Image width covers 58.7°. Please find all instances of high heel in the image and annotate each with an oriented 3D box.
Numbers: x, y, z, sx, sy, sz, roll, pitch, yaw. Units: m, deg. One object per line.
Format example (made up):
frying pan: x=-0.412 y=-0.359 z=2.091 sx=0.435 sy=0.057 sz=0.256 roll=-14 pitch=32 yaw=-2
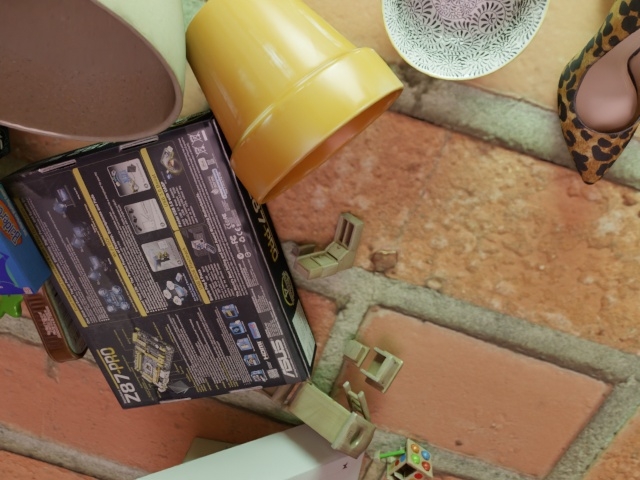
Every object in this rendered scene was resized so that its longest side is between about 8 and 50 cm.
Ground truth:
high heel: x=0.315 y=-0.156 z=0.585 sx=0.093 sy=0.186 sz=0.261 roll=1 pitch=117 yaw=7

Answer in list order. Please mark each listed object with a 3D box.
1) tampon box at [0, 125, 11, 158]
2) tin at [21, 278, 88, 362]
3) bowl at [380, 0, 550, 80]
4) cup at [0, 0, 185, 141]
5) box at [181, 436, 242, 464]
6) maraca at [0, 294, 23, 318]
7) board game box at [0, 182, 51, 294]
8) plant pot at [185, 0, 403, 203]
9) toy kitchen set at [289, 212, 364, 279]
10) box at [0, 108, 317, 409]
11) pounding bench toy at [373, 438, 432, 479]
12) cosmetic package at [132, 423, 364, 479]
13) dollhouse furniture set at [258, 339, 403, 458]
tampon box: x=-0.480 y=-0.173 z=0.718 sx=0.101 sy=0.120 sz=0.161 roll=10 pitch=118 yaw=1
tin: x=-0.392 y=0.095 z=0.854 sx=0.040 sy=0.106 sz=0.189 roll=-10 pitch=117 yaw=-2
bowl: x=0.151 y=-0.266 z=0.611 sx=0.170 sy=0.080 sz=0.170 roll=3 pitch=118 yaw=6
cup: x=-0.278 y=-0.274 z=0.551 sx=0.331 sy=0.331 sz=0.237 roll=6 pitch=74 yaw=4
box: x=-0.204 y=0.498 z=1.033 sx=0.094 sy=0.113 sz=0.275 roll=9 pitch=116 yaw=4
maraca: x=-0.498 y=0.064 z=0.844 sx=0.186 sy=0.099 sz=0.127 roll=-5 pitch=99 yaw=29
board game box: x=-0.460 y=-0.022 z=0.709 sx=0.160 sy=0.047 sz=0.210 roll=-3 pitch=126 yaw=11
plant pot: x=-0.046 y=-0.176 z=0.630 sx=0.205 sy=0.205 sz=0.188 roll=-38 pitch=92 yaw=23
toy kitchen set: x=0.000 y=0.000 z=0.778 sx=0.068 sy=0.083 sz=0.075 roll=36 pitch=125 yaw=36
box: x=-0.212 y=0.045 z=0.806 sx=0.318 sy=0.097 sz=0.395 roll=-14 pitch=112 yaw=13
pounding bench toy: x=0.138 y=0.368 z=0.953 sx=0.083 sy=0.052 sz=0.065 roll=36 pitch=116 yaw=-11
cosmetic package: x=-0.127 y=0.455 z=0.900 sx=0.377 sy=0.097 sz=0.284 roll=-8 pitch=124 yaw=-29
dollhouse furniture set: x=0.018 y=0.218 z=0.900 sx=0.182 sy=0.161 sz=0.101 roll=27 pitch=166 yaw=35
